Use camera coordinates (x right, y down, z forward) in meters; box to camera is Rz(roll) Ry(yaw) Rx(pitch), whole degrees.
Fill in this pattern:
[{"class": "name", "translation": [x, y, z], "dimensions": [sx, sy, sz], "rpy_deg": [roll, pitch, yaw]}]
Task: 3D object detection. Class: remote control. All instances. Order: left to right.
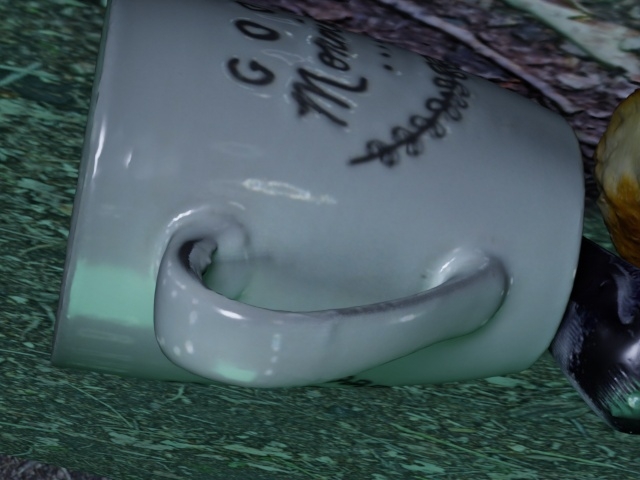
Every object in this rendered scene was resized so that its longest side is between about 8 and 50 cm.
[{"class": "remote control", "translation": [0.133, 0.035, 0.768], "dimensions": [0.090, 0.066, 0.266], "rpy_deg": [60, 178, -17]}]

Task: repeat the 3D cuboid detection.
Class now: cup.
[{"class": "cup", "translation": [0.000, 0.000, 0.666], "dimensions": [0.234, 0.186, 0.258], "rpy_deg": [10, -157, -9]}]

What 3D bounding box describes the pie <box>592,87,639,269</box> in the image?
[{"class": "pie", "translation": [0.284, -0.013, 0.680], "dimensions": [0.315, 0.092, 0.315], "rpy_deg": [12, 161, 4]}]
